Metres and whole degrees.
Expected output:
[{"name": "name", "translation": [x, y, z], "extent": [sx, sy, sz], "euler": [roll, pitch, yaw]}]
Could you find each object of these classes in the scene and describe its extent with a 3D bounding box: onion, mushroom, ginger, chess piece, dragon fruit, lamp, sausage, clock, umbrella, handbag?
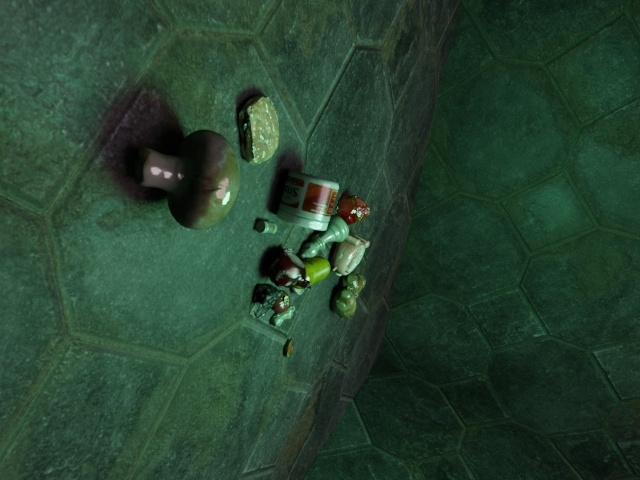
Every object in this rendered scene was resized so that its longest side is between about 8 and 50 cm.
[{"name": "onion", "translation": [-0.126, 0.138, 1.643], "extent": [0.135, 0.198, 0.173], "euler": [-44, 166, 16]}, {"name": "mushroom", "translation": [-0.317, -0.150, 0.976], "extent": [0.243, 0.243, 0.244], "euler": [-47, 148, -43]}, {"name": "ginger", "translation": [0.178, 0.310, 2.480], "extent": [0.304, 0.155, 0.245], "euler": [-59, 152, -24]}, {"name": "chess piece", "translation": [0.000, 0.000, 1.915], "extent": [0.271, 0.139, 0.139], "euler": [-39, 143, -32]}, {"name": "dragon fruit", "translation": [0.165, -0.150, 2.106], "extent": [0.120, 0.161, 0.127], "euler": [66, 37, -61]}, {"name": "lamp", "translation": [-0.174, 0.258, 1.745], "extent": [0.101, 0.090, 0.101], "euler": [21, 61, -45]}, {"name": "sausage", "translation": [-0.048, 0.142, 1.876], "extent": [0.347, 0.123, 0.123], "euler": [-18, 124, -68]}, {"name": "clock", "translation": [0.137, 0.077, 2.254], "extent": [0.241, 0.142, 0.227], "euler": [-64, 157, 9]}, {"name": "umbrella", "translation": [-0.166, 0.336, 1.862], "extent": [0.143, 0.062, 0.067], "euler": [-33, 106, -46]}, {"name": "handbag", "translation": [-0.223, 0.250, 1.655], "extent": [0.139, 0.072, 0.115], "euler": [-68, 159, 4]}]

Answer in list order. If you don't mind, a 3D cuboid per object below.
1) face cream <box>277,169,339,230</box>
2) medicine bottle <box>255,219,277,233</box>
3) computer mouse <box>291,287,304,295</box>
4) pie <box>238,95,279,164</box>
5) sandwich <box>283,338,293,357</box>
[{"name": "face cream", "translation": [-0.048, -0.154, 1.560], "extent": [0.201, 0.201, 0.187], "euler": [-2, 110, -65]}, {"name": "medicine bottle", "translation": [-0.198, -0.048, 1.507], "extent": [0.083, 0.047, 0.047], "euler": [4, 104, -66]}, {"name": "computer mouse", "translation": [-0.111, 0.213, 1.913], "extent": [0.066, 0.039, 0.096], "euler": [-56, 135, -32]}, {"name": "pie", "translation": [-0.183, -0.348, 1.299], "extent": [0.185, 0.052, 0.218], "euler": [-41, 142, -46]}, {"name": "sandwich", "translation": [-0.163, 0.546, 2.078], "extent": [0.101, 0.026, 0.069], "euler": [88, 27, -47]}]
